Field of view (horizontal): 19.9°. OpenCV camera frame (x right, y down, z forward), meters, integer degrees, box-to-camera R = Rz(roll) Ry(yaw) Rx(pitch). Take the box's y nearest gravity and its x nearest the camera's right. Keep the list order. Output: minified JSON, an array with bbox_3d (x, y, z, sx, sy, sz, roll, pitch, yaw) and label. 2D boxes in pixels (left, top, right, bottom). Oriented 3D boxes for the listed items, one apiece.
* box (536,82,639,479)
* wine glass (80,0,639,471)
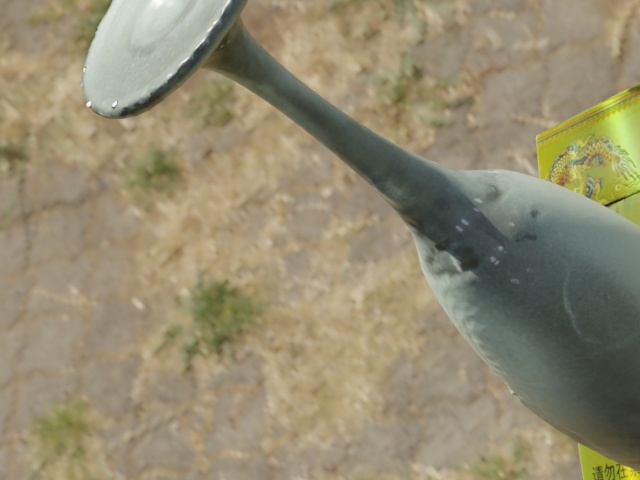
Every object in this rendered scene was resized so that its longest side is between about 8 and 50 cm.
[{"bbox_3d":[0.243,0.045,1.372,0.173,0.043,0.311,-27,66,59],"label":"box"},{"bbox_3d":[0.000,0.000,0.802,0.264,0.309,0.096,-10,52,50],"label":"wine glass"}]
